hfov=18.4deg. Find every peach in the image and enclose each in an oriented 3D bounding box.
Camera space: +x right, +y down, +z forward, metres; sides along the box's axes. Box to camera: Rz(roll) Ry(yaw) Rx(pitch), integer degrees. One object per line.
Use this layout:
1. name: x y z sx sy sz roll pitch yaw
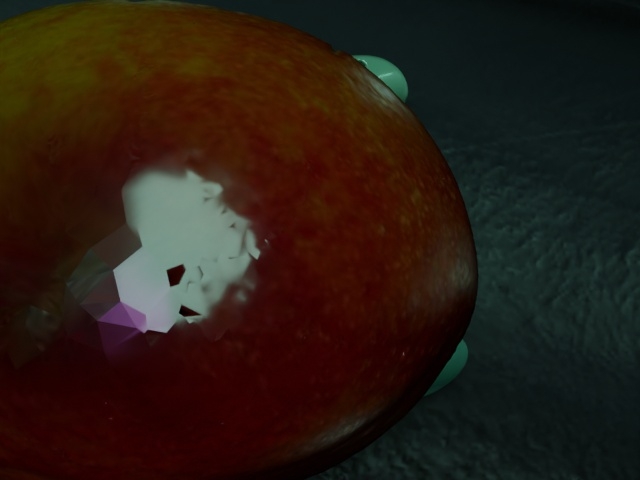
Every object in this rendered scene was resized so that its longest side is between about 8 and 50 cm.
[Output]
1. peach: -0.064 0.018 0.897 0.275 0.248 0.245 -3 23 0

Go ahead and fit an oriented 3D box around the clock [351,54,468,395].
1. clock: 0.000 0.001 1.030 0.148 0.060 0.188 -16 72 -18
